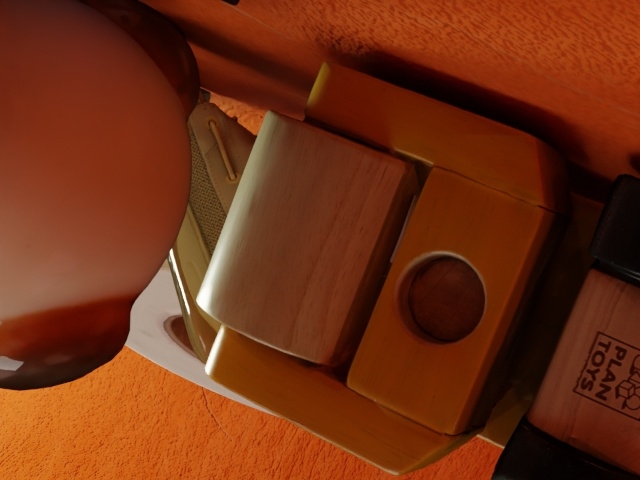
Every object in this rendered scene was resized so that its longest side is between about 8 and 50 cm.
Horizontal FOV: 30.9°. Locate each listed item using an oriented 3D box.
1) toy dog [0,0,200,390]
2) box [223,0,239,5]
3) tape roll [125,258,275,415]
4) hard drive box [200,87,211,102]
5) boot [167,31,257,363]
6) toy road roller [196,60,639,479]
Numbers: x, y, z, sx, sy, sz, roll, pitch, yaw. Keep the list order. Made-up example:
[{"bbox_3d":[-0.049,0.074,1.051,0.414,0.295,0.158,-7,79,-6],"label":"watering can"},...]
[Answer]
[{"bbox_3d":[-0.221,-0.097,0.536,0.395,0.284,0.408,-9,153,25],"label":"toy dog"},{"bbox_3d":[-0.101,-0.170,0.539,0.116,0.029,0.162,25,173,13],"label":"box"},{"bbox_3d":[-0.037,0.084,1.053,0.392,0.072,0.392,18,159,7],"label":"tape roll"},{"bbox_3d":[-0.245,-0.129,1.033,0.232,0.089,0.181,26,-161,15],"label":"hard drive box"},{"bbox_3d":[-0.022,-0.054,0.845,0.203,0.262,0.095,-12,155,-10],"label":"boot"},{"bbox_3d":[0.114,0.041,0.728,0.329,0.202,0.240,23,-174,20],"label":"toy road roller"}]
